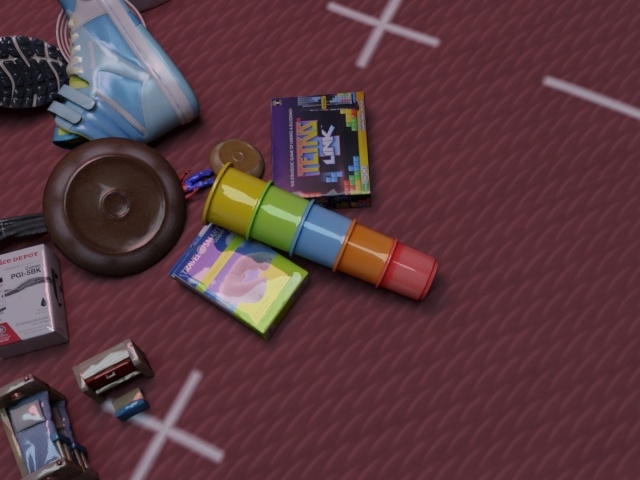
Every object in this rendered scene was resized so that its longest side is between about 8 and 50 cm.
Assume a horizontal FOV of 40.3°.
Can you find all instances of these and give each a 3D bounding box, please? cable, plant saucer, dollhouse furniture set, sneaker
[{"bbox_3d":[-0.475,0.005,1.247,0.287,0.139,0.072,-9,91,-19],"label":"cable"},{"bbox_3d":[-0.286,-0.049,1.221,0.199,0.036,0.198,0,89,-15],"label":"plant saucer"},{"bbox_3d":[-0.299,0.223,1.106,0.184,0.129,0.129,-28,68,-6],"label":"dollhouse furniture set"},{"bbox_3d":[-0.350,-0.256,1.280,0.208,0.127,0.319,-39,88,-9],"label":"sneaker"},{"bbox_3d":[-0.121,-0.120,1.278,0.083,0.015,0.083,8,56,-12],"label":"plant saucer"},{"bbox_3d":[-0.526,-0.253,1.337,0.283,0.122,0.110,-13,108,-20],"label":"sneaker"}]

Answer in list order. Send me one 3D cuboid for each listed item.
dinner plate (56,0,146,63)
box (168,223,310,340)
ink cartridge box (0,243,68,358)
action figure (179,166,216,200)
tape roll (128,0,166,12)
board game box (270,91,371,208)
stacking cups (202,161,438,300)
[{"bbox_3d":[-0.342,-0.320,1.365,0.141,0.017,0.141,1,88,-24],"label":"dinner plate"},{"bbox_3d":[-0.117,0.045,1.211,0.178,0.042,0.109,31,73,16],"label":"box"},{"bbox_3d":[-0.414,0.084,1.213,0.099,0.056,0.135,-15,67,0],"label":"ink cartridge box"},{"bbox_3d":[-0.189,-0.083,1.279,0.115,0.030,0.038,-28,73,-5],"label":"action figure"},{"bbox_3d":[-0.332,-0.515,1.433,0.286,0.100,0.286,-2,68,5],"label":"tape roll"},{"bbox_3d":[0.000,-0.130,1.270,0.141,0.048,0.170,-4,67,2],"label":"board game box"},{"bbox_3d":[0.000,0.000,1.174,0.316,0.096,0.096,25,71,4],"label":"stacking cups"}]
